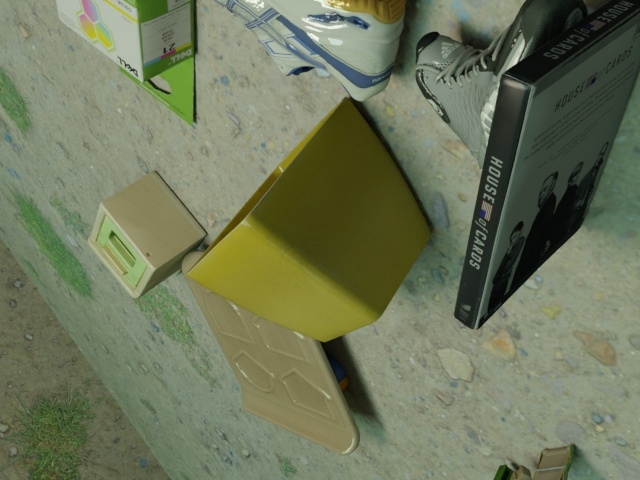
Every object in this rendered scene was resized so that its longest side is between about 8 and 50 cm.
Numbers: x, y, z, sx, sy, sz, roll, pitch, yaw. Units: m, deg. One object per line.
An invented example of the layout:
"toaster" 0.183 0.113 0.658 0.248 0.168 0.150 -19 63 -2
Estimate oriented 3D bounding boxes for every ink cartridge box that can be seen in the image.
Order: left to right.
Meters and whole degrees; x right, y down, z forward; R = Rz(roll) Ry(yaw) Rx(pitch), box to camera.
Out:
"ink cartridge box" -0.270 -0.281 0.964 0.188 0.097 0.255 37 144 21

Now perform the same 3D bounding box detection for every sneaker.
"sneaker" -0.050 -0.237 0.723 0.296 0.112 0.131 33 144 28
"sneaker" 0.130 -0.147 0.582 0.132 0.086 0.229 48 166 20

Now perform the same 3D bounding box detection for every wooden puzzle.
"wooden puzzle" -0.079 0.179 1.213 0.322 0.080 0.348 8 123 47

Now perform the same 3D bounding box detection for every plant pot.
"plant pot" 0.000 0.000 0.826 0.187 0.212 0.212 42 149 -9

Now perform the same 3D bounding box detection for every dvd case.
"dvd case" 0.182 -0.058 0.548 0.029 0.179 0.239 34 144 31

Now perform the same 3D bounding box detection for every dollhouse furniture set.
"dollhouse furniture set" 0.290 0.322 0.902 0.058 0.076 0.152 38 149 -3

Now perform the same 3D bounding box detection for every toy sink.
"toy sink" -0.336 0.006 1.299 0.153 0.131 0.234 51 148 1
